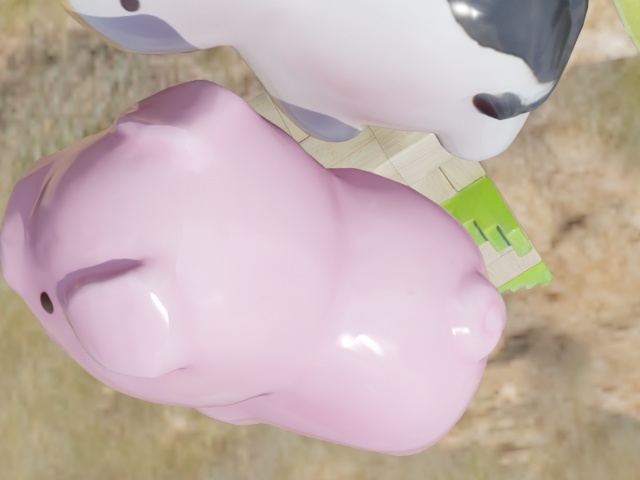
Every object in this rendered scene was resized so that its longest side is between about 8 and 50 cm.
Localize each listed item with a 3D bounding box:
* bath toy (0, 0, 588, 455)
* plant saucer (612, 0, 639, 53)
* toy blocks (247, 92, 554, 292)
[{"bbox_3d":[-0.012,-0.010,0.439,0.151,0.348,0.129,8,164,3],"label":"bath toy"},{"bbox_3d":[0.259,-0.164,0.843,0.241,0.241,0.037,-17,-176,26],"label":"plant saucer"},{"bbox_3d":[0.000,0.000,1.247,0.261,0.191,0.381,-32,154,7],"label":"toy blocks"}]
